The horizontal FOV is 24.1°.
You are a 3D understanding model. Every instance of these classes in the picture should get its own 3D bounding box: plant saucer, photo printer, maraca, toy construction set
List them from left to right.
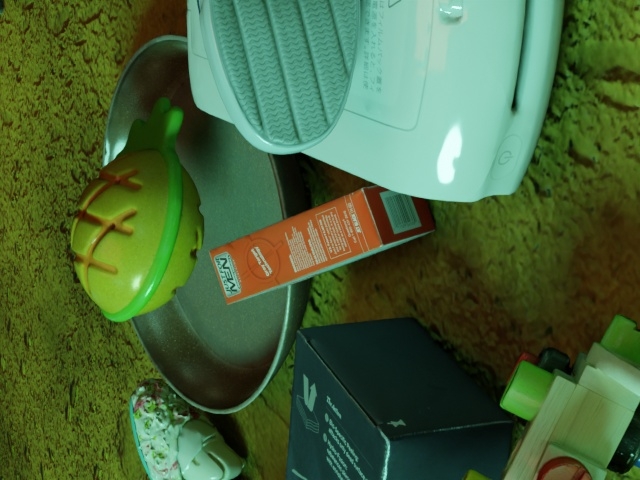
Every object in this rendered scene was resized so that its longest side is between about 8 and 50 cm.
[{"bbox_3d":[-0.141,-0.025,1.175,0.127,0.099,0.185,-30,49,46],"label":"maraca"},{"bbox_3d":[-0.091,-0.015,1.227,0.310,0.050,0.310,24,120,53],"label":"plant saucer"},{"bbox_3d":[0.031,-0.169,0.936,0.307,0.107,0.256,25,119,52],"label":"photo printer"},{"bbox_3d":[0.125,0.158,0.771,0.151,0.215,0.327,41,96,3],"label":"toy construction set"}]

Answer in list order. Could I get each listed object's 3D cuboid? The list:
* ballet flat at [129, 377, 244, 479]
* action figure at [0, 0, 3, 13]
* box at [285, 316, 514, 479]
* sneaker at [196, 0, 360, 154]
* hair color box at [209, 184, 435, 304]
[{"bbox_3d":[-0.091,0.226,1.281,0.077,0.091,0.241,-21,86,34],"label":"ballet flat"},{"bbox_3d":[-0.380,-0.360,1.506,0.164,0.141,0.275,-13,114,50],"label":"action figure"},{"bbox_3d":[0.046,0.156,0.995,0.156,0.093,0.158,-133,43,-58],"label":"box"},{"bbox_3d":[-0.037,-0.174,0.876,0.091,0.094,0.258,152,111,-74],"label":"sneaker"},{"bbox_3d":[0.000,0.000,1.024,0.141,0.072,0.043,-22,86,36],"label":"hair color box"}]
